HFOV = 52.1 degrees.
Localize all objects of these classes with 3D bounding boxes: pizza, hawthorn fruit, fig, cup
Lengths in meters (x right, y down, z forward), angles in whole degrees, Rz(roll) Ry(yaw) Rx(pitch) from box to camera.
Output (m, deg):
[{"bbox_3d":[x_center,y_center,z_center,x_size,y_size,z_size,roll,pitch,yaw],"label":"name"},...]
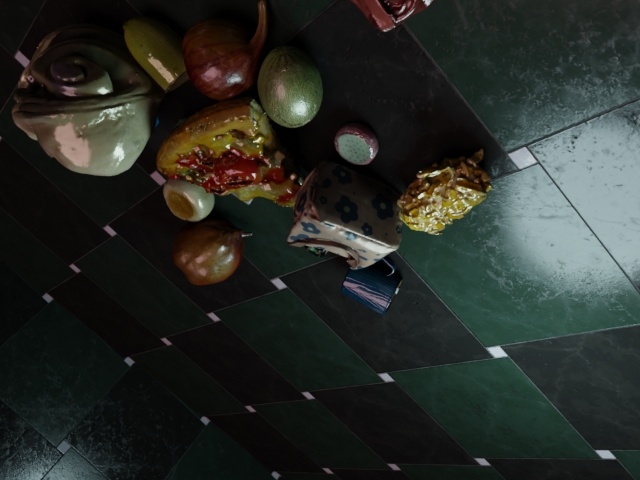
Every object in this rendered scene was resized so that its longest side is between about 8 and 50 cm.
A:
[{"bbox_3d":[-0.171,-0.165,1.582,0.406,0.130,0.440,28,154,-29],"label":"pizza"},{"bbox_3d":[-0.313,0.019,1.959,0.248,0.208,0.208,-28,116,22],"label":"hawthorn fruit"},{"bbox_3d":[-0.183,-0.392,1.385,0.207,0.175,0.175,-10,129,25],"label":"fig"},{"bbox_3d":[0.146,0.108,1.788,0.138,0.150,0.113,27,179,11],"label":"cup"}]

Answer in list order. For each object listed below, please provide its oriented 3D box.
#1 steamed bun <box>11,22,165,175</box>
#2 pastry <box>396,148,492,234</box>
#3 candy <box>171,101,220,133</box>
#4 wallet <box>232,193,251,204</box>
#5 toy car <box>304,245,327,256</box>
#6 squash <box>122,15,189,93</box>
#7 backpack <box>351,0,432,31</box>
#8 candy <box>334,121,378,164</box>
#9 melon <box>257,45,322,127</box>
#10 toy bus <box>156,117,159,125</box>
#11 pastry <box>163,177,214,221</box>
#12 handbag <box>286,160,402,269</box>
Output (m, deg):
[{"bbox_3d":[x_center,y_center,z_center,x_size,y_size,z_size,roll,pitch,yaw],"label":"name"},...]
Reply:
[{"bbox_3d":[-0.566,-0.345,1.542,0.339,0.352,0.247,19,171,18],"label":"steamed bun"},{"bbox_3d":[0.263,-0.107,1.424,0.154,0.102,0.250,32,147,-5],"label":"pastry"},{"bbox_3d":[-0.278,-0.317,1.627,0.305,0.083,0.091,-35,79,42],"label":"candy"},{"bbox_3d":[-0.274,-0.196,1.793,0.232,0.025,0.119,34,145,-2],"label":"wallet"},{"bbox_3d":[0.000,0.000,1.795,0.069,0.055,0.142,30,146,-2],"label":"toy car"},{"bbox_3d":[-0.373,-0.437,1.506,0.187,0.123,0.123,44,143,-10],"label":"squash"},{"bbox_3d":[0.109,-0.470,1.075,0.229,0.139,0.229,20,143,16],"label":"backpack"},{"bbox_3d":[0.082,-0.219,1.480,0.103,0.043,0.103,23,144,18],"label":"candy"},{"bbox_3d":[-0.063,-0.319,1.390,0.139,0.139,0.192,17,143,21],"label":"melon"},{"bbox_3d":[-0.517,-0.293,1.725,0.106,0.184,0.090,14,141,20],"label":"toy bus"},{"bbox_3d":[-0.383,-0.126,1.903,0.156,0.092,0.156,18,140,15],"label":"pastry"},{"bbox_3d":[0.049,-0.051,1.551,0.252,0.190,0.193,21,146,-21],"label":"handbag"}]
